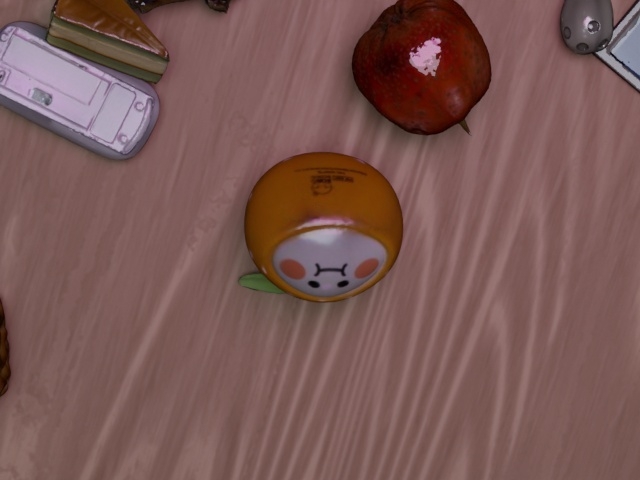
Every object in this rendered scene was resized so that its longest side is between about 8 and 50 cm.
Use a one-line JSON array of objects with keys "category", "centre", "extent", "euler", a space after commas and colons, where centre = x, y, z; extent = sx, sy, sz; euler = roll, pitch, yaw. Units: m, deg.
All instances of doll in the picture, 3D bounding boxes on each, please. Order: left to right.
[{"category": "doll", "centre": [0.000, 0.000, 1.576], "extent": [0.213, 0.213, 0.236], "euler": [10, 137, -2]}]

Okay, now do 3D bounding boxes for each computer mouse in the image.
[{"category": "computer mouse", "centre": [-0.339, -0.203, 1.600], "extent": [0.245, 0.056, 0.126], "euler": [26, 91, -6]}]

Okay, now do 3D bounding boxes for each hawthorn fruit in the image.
[{"category": "hawthorn fruit", "centre": [0.147, -0.221, 1.559], "extent": [0.179, 0.179, 0.200], "euler": [-42, 111, 2]}]

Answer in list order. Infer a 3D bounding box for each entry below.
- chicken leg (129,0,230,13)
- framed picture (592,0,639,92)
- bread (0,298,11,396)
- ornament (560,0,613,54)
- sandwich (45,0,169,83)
[{"category": "chicken leg", "centre": [-0.162, -0.355, 1.574], "extent": [0.196, 0.080, 0.125], "euler": [-42, 99, -7]}, {"category": "framed picture", "centre": [0.534, -0.250, 1.637], "extent": [0.260, 0.023, 0.189], "euler": [40, 96, -5]}, {"category": "bread", "centre": [-0.539, 0.154, 1.606], "extent": [0.222, 0.096, 0.182], "euler": [-8, 95, 1]}, {"category": "ornament", "centre": [0.360, -0.332, 1.600], "extent": [0.074, 0.081, 0.156], "euler": [-6, 92, 33]}, {"category": "sandwich", "centre": [-0.271, -0.297, 1.575], "extent": [0.163, 0.079, 0.113], "euler": [19, 61, -13]}]
